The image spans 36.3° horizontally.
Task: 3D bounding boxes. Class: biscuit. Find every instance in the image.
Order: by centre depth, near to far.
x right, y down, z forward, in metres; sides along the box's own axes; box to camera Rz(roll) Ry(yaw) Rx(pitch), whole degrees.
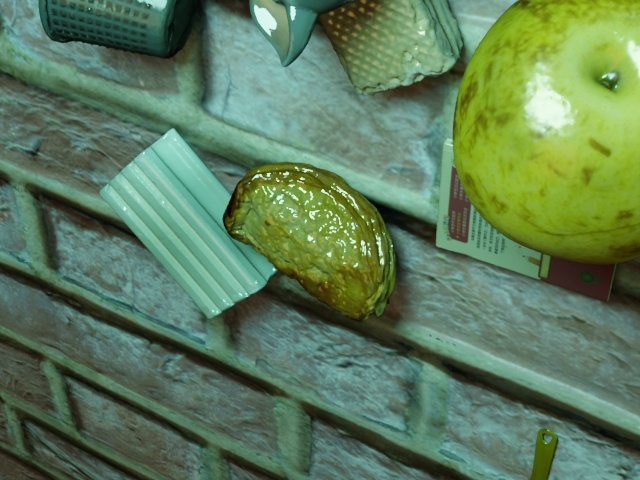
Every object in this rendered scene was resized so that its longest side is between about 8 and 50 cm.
[{"bbox_3d":[0.015,-0.360,1.042,0.144,0.078,0.426,-9,119,41],"label":"biscuit"}]

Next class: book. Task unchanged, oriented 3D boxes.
[{"bbox_3d":[0.251,-0.024,1.185,0.231,0.022,0.162,20,132,24],"label":"book"}]

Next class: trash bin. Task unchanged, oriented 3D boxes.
[{"bbox_3d":[-0.241,-0.310,1.234,0.161,0.175,0.175,20,136,6],"label":"trash bin"}]

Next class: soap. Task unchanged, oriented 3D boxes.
[{"bbox_3d":[-0.194,-0.021,1.481,0.265,0.087,0.159,50,139,-8],"label":"soap"}]

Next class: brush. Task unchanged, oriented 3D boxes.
[{"bbox_3d":[0.326,0.348,1.452,0.083,0.011,0.205,20,133,24],"label":"brush"}]

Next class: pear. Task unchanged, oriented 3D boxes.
[{"bbox_3d":[0.257,-0.111,0.928,0.280,0.281,0.281,21,134,23],"label":"pear"}]

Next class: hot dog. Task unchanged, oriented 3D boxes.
[{"bbox_3d":[0.000,-0.003,1.334,0.259,0.114,0.175,35,134,6],"label":"hot dog"}]

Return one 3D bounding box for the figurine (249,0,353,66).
[{"bbox_3d":[-0.058,-0.316,0.971,0.265,0.193,0.140,43,180,29],"label":"figurine"}]
